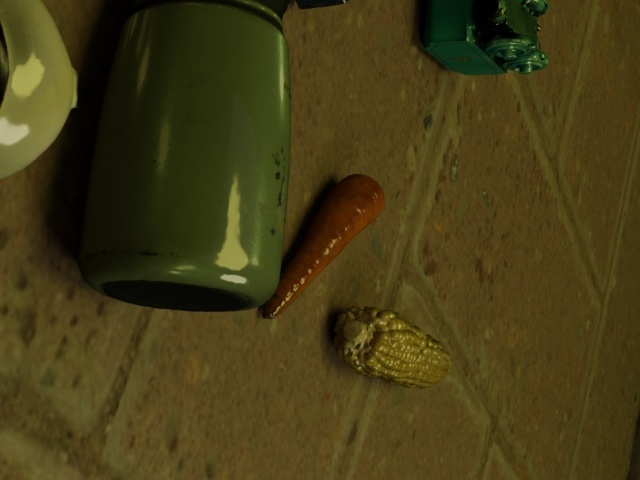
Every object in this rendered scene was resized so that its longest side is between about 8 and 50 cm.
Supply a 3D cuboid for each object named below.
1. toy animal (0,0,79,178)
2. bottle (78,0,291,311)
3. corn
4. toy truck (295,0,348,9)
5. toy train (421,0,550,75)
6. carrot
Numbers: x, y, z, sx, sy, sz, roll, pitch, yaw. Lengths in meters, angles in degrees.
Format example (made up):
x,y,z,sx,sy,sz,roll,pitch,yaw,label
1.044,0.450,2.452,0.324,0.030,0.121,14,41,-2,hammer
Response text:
x,y,z,sx,sy,sz,roll,pitch,yaw,label
-0.250,-0.105,0.867,0.179,0.166,0.138,17,44,-63,toy animal
-0.101,-0.119,1.145,0.168,0.168,0.347,34,58,-61,bottle
0.096,0.136,1.681,0.288,0.086,0.086,29,67,-64,corn
0.027,-0.336,1.484,0.202,0.074,0.088,-63,142,-40,toy truck
0.220,-0.280,1.808,0.198,0.154,0.107,20,72,-65,toy train
0.000,0.000,1.504,0.257,0.061,0.061,-48,135,-44,carrot
